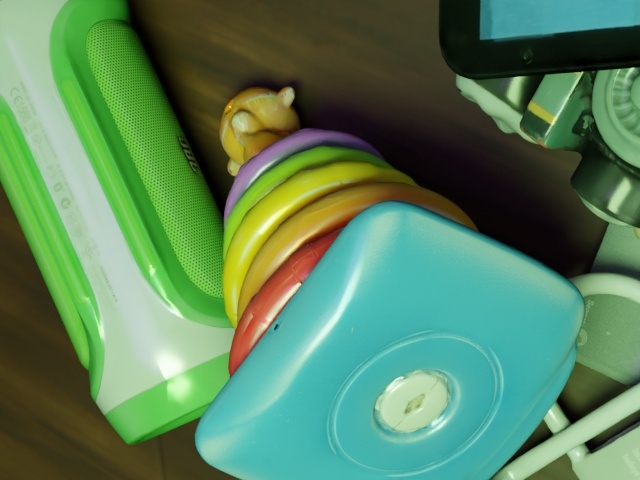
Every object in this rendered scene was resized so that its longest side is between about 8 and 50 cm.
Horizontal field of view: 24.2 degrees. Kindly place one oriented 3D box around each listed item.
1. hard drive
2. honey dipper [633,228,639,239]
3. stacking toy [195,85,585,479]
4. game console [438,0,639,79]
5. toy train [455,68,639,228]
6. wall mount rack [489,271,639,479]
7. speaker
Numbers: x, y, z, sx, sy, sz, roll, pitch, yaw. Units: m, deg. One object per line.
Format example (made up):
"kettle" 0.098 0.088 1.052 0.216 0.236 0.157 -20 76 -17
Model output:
"hard drive" 0.212 0.048 0.840 0.135 0.022 0.094 25 106 22
"honey dipper" 0.248 -0.019 0.801 0.160 0.030 0.031 -12 89 20
"stacking toy" 0.000 0.000 0.847 0.175 0.165 0.302 -53 36 18
"game console" 0.125 -0.217 0.649 0.293 0.250 0.173 0 59 45
"toy train" 0.198 -0.176 0.772 0.190 0.142 0.334 39 112 30
"wall mount rack" 0.231 0.158 0.753 0.304 0.130 0.350 -41 81 38
"speaker" -0.133 -0.028 0.942 0.131 0.131 0.297 -28 82 25
